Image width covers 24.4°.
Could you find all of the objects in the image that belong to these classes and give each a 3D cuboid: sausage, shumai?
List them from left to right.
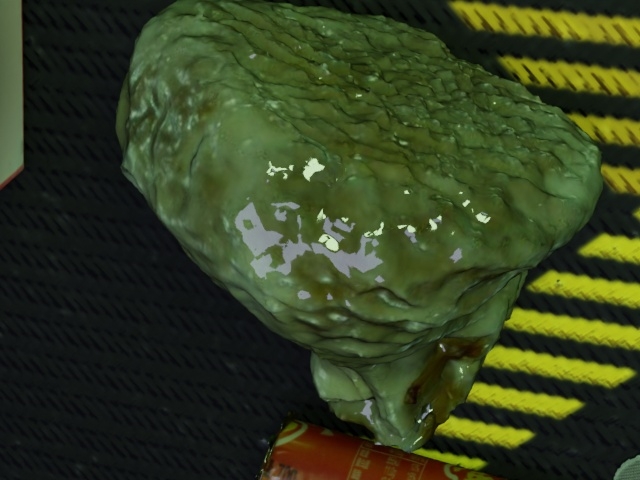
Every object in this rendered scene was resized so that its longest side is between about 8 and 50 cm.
[{"bbox_3d":[0.000,0.000,0.799,0.260,0.225,0.222,21,122,-8],"label":"shumai"},{"bbox_3d":[0.091,0.183,0.951,0.264,0.083,0.083,14,121,12],"label":"sausage"}]

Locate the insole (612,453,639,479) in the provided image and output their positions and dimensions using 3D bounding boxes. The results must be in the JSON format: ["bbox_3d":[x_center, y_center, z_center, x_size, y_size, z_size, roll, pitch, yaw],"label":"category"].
[{"bbox_3d":[0.248,0.233,0.955,0.080,0.003,0.232,-13,111,27],"label":"insole"}]

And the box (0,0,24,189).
[{"bbox_3d":[-0.361,-0.139,0.816,0.300,0.314,0.312,12,120,12],"label":"box"}]
